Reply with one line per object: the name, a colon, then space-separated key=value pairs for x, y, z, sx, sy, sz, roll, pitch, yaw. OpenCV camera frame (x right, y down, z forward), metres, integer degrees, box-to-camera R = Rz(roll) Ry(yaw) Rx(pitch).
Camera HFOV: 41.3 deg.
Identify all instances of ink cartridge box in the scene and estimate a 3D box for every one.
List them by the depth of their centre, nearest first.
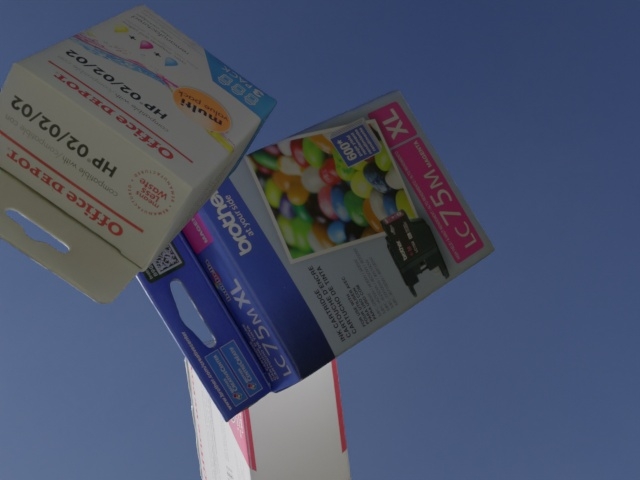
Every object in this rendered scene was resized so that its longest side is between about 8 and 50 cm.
ink cartridge box: x=-0.103 y=-0.055 z=0.454 sx=0.104 sy=0.181 sz=0.061 roll=35 pitch=-60 yaw=-4
ink cartridge box: x=0.000 y=0.000 z=0.742 sx=0.311 sy=0.065 sz=0.185 roll=-29 pitch=-93 yaw=-33
ink cartridge box: x=-0.071 y=0.229 z=1.035 sx=0.117 sy=0.283 sz=0.207 roll=-8 pitch=-88 yaw=-20
